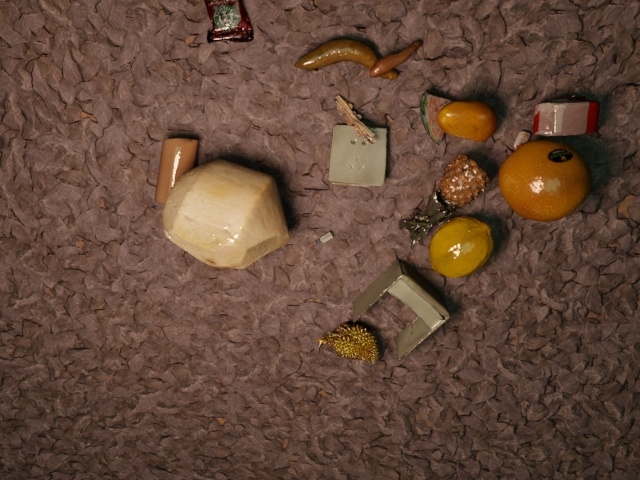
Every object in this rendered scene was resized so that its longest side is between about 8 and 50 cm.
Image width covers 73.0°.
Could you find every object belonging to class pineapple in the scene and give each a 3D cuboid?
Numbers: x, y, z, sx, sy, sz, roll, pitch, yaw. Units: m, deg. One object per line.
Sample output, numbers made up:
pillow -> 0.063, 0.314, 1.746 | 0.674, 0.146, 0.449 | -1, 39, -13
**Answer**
pineapple -> 0.417, -0.124, 1.500 | 0.166, 0.165, 0.364 | 39, 105, -9

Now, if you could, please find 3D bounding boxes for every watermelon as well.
watermelon -> 0.396, -0.428, 1.460 | 0.139, 0.071, 0.187 | -27, 120, -8

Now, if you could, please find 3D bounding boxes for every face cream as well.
face cream -> 0.689, -0.334, 1.490 | 0.040, 0.021, 0.083 | 18, 108, -2

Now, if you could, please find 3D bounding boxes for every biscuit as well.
biscuit -> -0.312, -0.758, 1.393 | 0.152, 0.063, 0.235 | -7, 110, 6

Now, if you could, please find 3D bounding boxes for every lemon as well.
lemon -> 0.492, 0.025, 1.522 | 0.204, 0.204, 0.260 | 37, 122, -8

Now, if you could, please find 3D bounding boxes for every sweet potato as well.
sweet potato -> 0.092, -0.602, 1.417 | 0.347, 0.079, 0.108 | 6, 121, -4
sweet potato -> 0.249, -0.587, 1.389 | 0.214, 0.050, 0.050 | -33, 103, -7

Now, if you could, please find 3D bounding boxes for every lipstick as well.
lipstick -> 0.000, 0.000, 1.635 | 0.107, 0.025, 0.025 | -30, 103, 18

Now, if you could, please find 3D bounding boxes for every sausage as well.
sausage -> -0.511, -0.249, 1.537 | 0.123, 0.123, 0.252 | 15, 106, -1

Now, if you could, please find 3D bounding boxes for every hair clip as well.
hair clip -> 0.117, -0.404, 1.460 | 0.062, 0.056, 0.213 | -32, 69, -15

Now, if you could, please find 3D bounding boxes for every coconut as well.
coconut -> -0.295, -0.071, 1.445 | 0.416, 0.415, 0.344 | 21, 129, -3

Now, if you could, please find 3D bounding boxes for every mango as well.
mango -> 0.471, -0.391, 1.394 | 0.252, 0.154, 0.125 | 0, 104, -40

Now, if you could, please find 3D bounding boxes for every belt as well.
belt -> 0.796, -0.407, 1.404 | 0.201, 0.128, 0.124 | -3, 107, 1

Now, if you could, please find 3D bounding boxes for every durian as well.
durian -> 0.112, 0.379, 1.679 | 0.238, 0.193, 0.137 | 16, 89, -18

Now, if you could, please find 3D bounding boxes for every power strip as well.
power strip -> 0.134, -0.292, 1.514 | 0.199, 0.064, 0.213 | 5, 94, 3

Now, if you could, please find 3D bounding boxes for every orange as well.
orange -> 0.724, -0.194, 1.409 | 0.275, 0.274, 0.274 | 1, 108, 3

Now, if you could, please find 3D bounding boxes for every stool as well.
stool -> 0.297, 0.255, 1.623 | 0.244, 0.170, 0.269 | 41, 106, -8
